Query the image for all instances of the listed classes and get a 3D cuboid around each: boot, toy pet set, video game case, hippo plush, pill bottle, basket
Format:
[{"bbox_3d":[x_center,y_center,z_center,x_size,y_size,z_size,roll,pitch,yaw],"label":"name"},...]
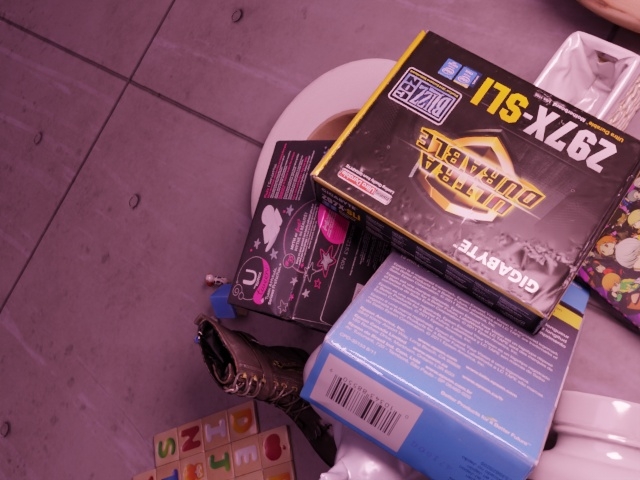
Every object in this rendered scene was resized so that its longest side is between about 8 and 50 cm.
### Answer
[{"bbox_3d":[-0.065,0.225,1.088,0.091,0.229,0.263,-49,52,9],"label":"boot"},{"bbox_3d":[-0.187,0.116,1.319,0.114,0.065,0.122,-4,71,34],"label":"toy pet set"},{"bbox_3d":[0.447,0.000,0.940,0.232,0.042,0.210,-48,52,10],"label":"video game case"},{"bbox_3d":[0.057,0.255,0.985,0.236,0.294,0.234,60,142,41],"label":"hippo plush"},{"bbox_3d":[0.302,0.336,0.826,0.176,0.176,0.319,5,75,36],"label":"pill bottle"},{"bbox_3d":[0.356,-0.179,1.032,0.113,0.103,0.167,39,97,38],"label":"basket"}]

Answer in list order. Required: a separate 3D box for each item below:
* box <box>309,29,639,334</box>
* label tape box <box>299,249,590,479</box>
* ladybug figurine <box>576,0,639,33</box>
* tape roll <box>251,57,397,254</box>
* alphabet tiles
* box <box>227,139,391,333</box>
[{"bbox_3d":[0.192,-0.081,0.918,0.322,0.079,0.257,33,72,15],"label":"box"},{"bbox_3d":[0.168,0.121,0.919,0.249,0.348,0.115,29,126,12],"label":"label tape box"},{"bbox_3d":[0.478,-0.406,0.996,0.305,0.162,0.449,-49,53,10],"label":"ladybug figurine"},{"bbox_3d":[0.051,-0.103,1.218,0.392,0.072,0.392,-14,66,34],"label":"tape roll"},{"bbox_3d":[-0.178,0.430,1.228,0.342,0.011,0.285,-24,60,25],"label":"alphabet tiles"},{"bbox_3d":[0.000,0.000,1.064,0.142,0.163,0.247,9,79,44],"label":"box"}]
